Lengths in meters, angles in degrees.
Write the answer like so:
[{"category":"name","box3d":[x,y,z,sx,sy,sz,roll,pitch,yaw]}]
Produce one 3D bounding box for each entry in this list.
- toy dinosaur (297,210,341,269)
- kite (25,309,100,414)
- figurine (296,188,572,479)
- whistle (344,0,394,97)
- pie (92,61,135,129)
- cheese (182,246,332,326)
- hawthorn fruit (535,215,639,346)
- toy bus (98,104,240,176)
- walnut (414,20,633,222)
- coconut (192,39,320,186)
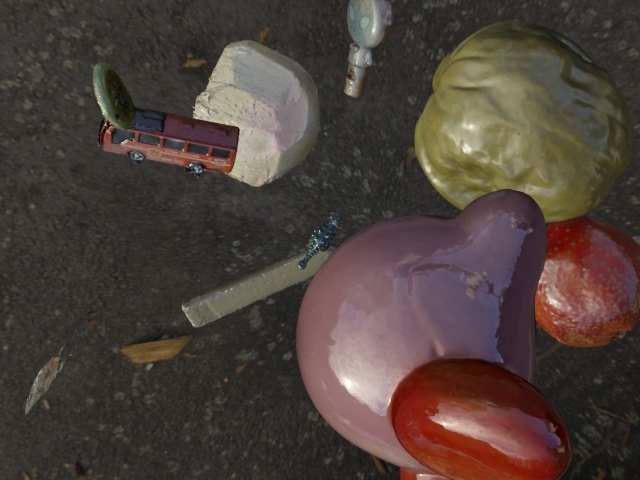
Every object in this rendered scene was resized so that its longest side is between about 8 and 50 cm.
[{"category":"toy dinosaur","box3d":[0.000,0.000,1.497,0.049,0.055,0.154,35,92,0]},{"category":"kite","box3d":[-0.495,0.222,1.318,0.016,0.127,0.229,38,92,-28]},{"category":"figurine","box3d":[0.082,0.099,0.597,0.211,0.269,0.261,2,58,9]},{"category":"whistle","box3d":[0.084,-0.364,1.253,0.057,0.107,0.219,-10,131,-28]},{"category":"pie","box3d":[-0.238,-0.166,0.804,0.021,0.084,0.084,-18,89,8]},{"category":"cheese","box3d":[-0.152,0.112,1.749,0.401,0.034,0.085,-23,130,-6]},{"category":"hawthorn fruit","box3d":[0.406,0.045,1.108,0.205,0.205,0.253,-38,74,5]},{"category":"toy bus","box3d":[-0.259,-0.176,1.193,0.235,0.096,0.073,11,56,-14]},{"category":"walnut","box3d":[0.271,-0.154,0.954,0.277,0.282,0.253,32,69,-11]},{"category":"coconut","box3d":[-0.130,-0.262,1.487,0.255,0.297,0.297,29,93,-6]}]
